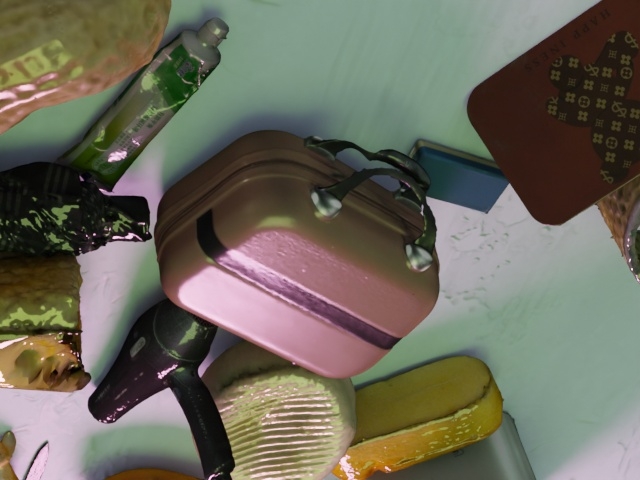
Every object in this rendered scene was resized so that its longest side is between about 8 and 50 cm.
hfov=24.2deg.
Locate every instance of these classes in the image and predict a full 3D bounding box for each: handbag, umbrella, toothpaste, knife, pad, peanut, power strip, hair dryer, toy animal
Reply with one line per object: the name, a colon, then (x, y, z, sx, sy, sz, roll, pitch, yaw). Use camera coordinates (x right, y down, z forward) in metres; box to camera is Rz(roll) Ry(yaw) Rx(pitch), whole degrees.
handbag: (0.000, 0.000, 1.625, 0.302, 0.149, 0.283, 31, 123, -31)
umbrella: (-0.335, -0.037, 1.528, 0.337, 0.154, 0.128, 0, 89, -13)
toothpaste: (-0.179, -0.140, 1.543, 0.078, 0.047, 0.248, 27, 123, -33)
knife: (-0.375, 0.319, 1.926, 0.023, 0.010, 0.170, 7, 127, -26)
pad: (0.300, -0.150, 1.582, 0.267, 0.181, 0.004, -35, 171, 17)
peanut: (-0.295, -0.176, 1.423, 0.325, 0.140, 0.153, -17, 151, -4)
power strip: (0.152, -0.071, 1.686, 0.123, 0.032, 0.056, 15, 126, -24)
hair dryer: (-0.164, 0.217, 1.725, 0.091, 0.271, 0.235, 0, 144, -46)
toy animal: (-0.399, 0.282, 1.869, 0.060, 0.081, 0.083, -12, 97, 8)

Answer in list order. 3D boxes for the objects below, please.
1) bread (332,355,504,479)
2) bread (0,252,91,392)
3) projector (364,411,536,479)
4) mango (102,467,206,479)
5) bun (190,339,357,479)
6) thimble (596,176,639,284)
bread: (0.114, 0.230, 1.900, 0.245, 0.102, 0.094, -20, 130, 3)
bread: (-0.356, 0.083, 1.623, 0.204, 0.162, 0.262, -6, 161, -12)
projector: (0.187, 0.406, 1.974, 0.249, 0.249, 0.248, -20, 132, 3)
mango: (-0.209, 0.356, 1.940, 0.217, 0.102, 0.141, -3, 108, -14)
bun: (-0.057, 0.201, 1.821, 0.222, 0.127, 0.222, -1, 118, -2)
thimble: (0.444, -0.066, 1.679, 0.271, 0.150, 0.271, -7, 132, -8)
